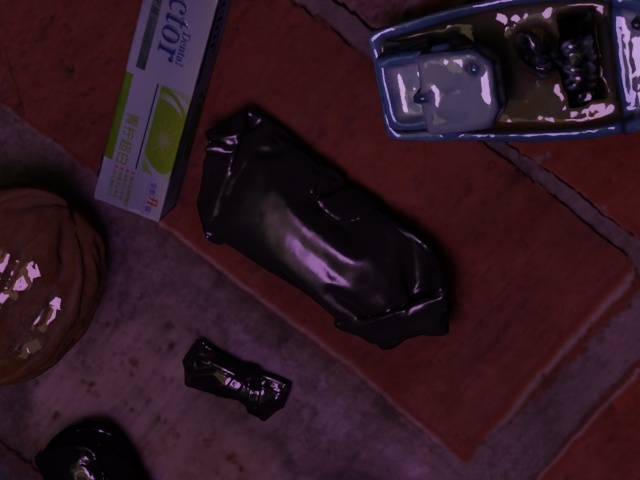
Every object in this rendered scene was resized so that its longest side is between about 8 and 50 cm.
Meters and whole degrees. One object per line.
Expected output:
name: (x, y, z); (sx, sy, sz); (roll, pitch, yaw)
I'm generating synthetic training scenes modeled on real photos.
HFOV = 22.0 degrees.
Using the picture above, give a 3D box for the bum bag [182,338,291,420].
bum bag: (-0.096, 0.156, 1.817); (0.124, 0.034, 0.058); (24, 101, 8)

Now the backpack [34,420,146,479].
backpack: (-0.257, 0.293, 1.882); (0.120, 0.106, 0.165); (-25, 103, 29)

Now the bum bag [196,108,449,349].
bum bag: (0.000, 0.000, 1.707); (0.326, 0.079, 0.142); (38, 109, 5)

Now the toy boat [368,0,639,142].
toy boat: (0.208, -0.160, 1.544); (0.331, 0.133, 0.145); (-5, 107, 19)

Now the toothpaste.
toothpaste: (-0.154, -0.187, 1.691); (0.081, 0.067, 0.337); (21, 115, 7)

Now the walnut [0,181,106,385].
walnut: (-0.334, 0.051, 1.768); (0.198, 0.198, 0.245); (36, 103, 2)
